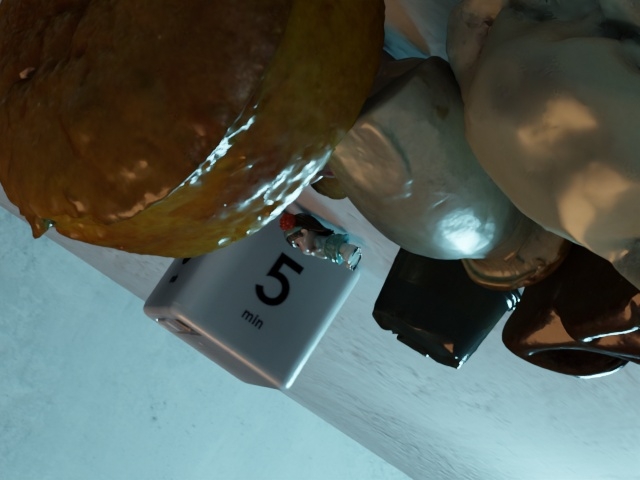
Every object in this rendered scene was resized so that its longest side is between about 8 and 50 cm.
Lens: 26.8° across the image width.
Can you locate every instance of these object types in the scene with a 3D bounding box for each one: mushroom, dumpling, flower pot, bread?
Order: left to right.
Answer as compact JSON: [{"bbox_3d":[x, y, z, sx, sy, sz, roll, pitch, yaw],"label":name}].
[{"bbox_3d":[-0.094,-0.136,0.900,0.172,0.312,0.312,27,173,-40],"label":"bread"},{"bbox_3d":[0.129,0.070,1.491,0.157,0.106,0.157,32,166,9],"label":"flower pot"},{"bbox_3d":[0.099,-0.046,1.016,0.128,0.128,0.350,24,177,34],"label":"mushroom"},{"bbox_3d":[0.169,-0.081,0.819,0.132,0.162,0.250,-6,-134,-46],"label":"dumpling"}]

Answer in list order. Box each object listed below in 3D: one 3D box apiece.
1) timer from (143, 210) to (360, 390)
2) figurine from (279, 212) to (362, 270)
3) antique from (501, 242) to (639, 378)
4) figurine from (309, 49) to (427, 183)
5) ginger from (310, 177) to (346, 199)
[{"bbox_3d":[-0.095,0.068,1.804,0.194,0.195,0.192,37,166,-15],"label":"timer"},{"bbox_3d":[0.000,0.000,1.665,0.106,0.047,0.060,25,173,22],"label":"figurine"},{"bbox_3d":[0.262,0.058,1.136,0.143,0.121,0.257,28,162,-17],"label":"antique"},{"bbox_3d":[0.021,-0.104,1.094,0.125,0.138,0.125,161,90,-74],"label":"figurine"},{"bbox_3d":[-0.012,-0.104,1.278,0.095,0.069,0.190,11,154,46],"label":"ginger"}]
